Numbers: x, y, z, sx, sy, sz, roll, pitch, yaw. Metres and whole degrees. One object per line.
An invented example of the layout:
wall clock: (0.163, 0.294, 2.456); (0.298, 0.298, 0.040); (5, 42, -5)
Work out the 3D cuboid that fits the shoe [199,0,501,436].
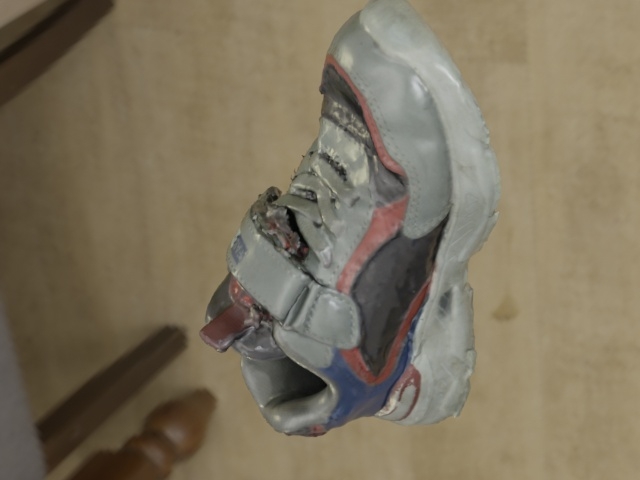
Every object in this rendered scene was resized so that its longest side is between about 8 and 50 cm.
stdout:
shoe: (0.000, 0.001, 0.765); (0.099, 0.126, 0.227); (-122, 23, -46)
